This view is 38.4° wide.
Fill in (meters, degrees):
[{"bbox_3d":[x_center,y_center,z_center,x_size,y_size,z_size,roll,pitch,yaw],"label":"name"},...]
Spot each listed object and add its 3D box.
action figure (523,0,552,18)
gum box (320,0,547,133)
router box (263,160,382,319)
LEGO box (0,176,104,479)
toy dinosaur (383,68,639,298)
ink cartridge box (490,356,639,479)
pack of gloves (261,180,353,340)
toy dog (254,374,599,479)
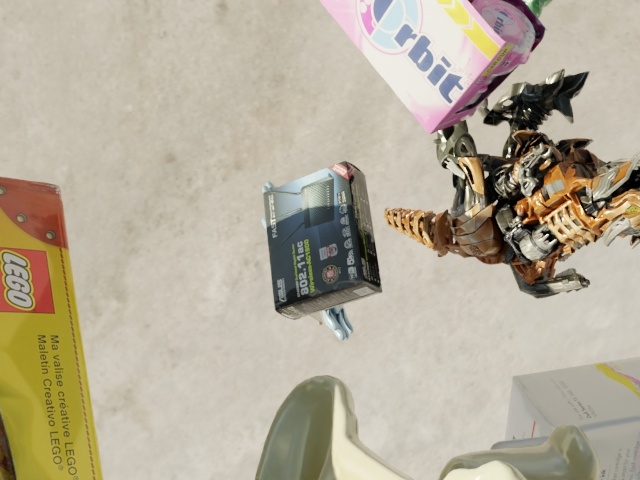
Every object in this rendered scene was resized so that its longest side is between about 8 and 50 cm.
[{"bbox_3d":[0.242,-0.335,1.004,0.137,0.063,0.232,-6,61,32],"label":"action figure"},{"bbox_3d":[0.081,-0.187,0.736,0.188,0.062,0.107,53,139,13],"label":"gum box"},{"bbox_3d":[0.000,0.000,0.825,0.092,0.038,0.123,-20,63,26],"label":"router box"},{"bbox_3d":[-0.327,0.250,0.695,0.372,0.193,0.500,-36,59,41],"label":"LEGO box"},{"bbox_3d":[0.170,-0.052,0.866,0.321,0.164,0.219,-8,81,31],"label":"toy dinosaur"},{"bbox_3d":[0.344,0.264,1.140,0.353,0.119,0.207,-6,119,-13],"label":"ink cartridge box"},{"bbox_3d":[-0.030,0.036,1.339,0.046,0.195,0.232,-26,56,17],"label":"pack of gloves"},{"bbox_3d":[0.159,0.332,0.699,0.284,0.407,0.396,0,69,56],"label":"toy dog"}]
